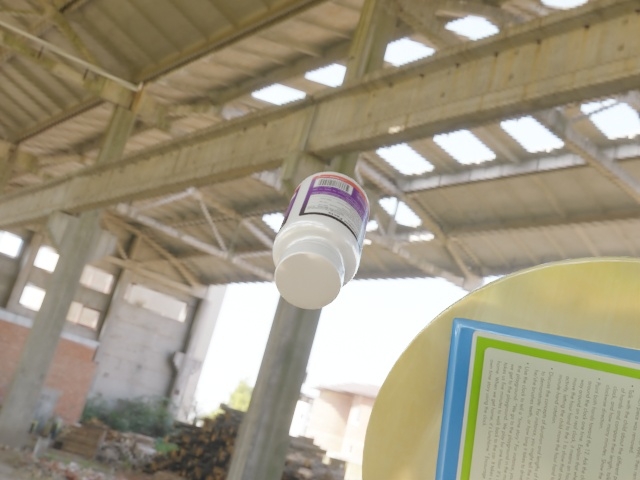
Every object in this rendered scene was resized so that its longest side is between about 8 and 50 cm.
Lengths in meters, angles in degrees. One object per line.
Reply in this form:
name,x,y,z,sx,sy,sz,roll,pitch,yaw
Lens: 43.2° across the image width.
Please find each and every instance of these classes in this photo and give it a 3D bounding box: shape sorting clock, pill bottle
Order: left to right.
pill bottle,0.000,0.000,1.013,0.108,0.193,0.108,5,-60,8
shape sorting clock,0.116,0.106,0.319,0.206,0.206,0.040,8,15,23
